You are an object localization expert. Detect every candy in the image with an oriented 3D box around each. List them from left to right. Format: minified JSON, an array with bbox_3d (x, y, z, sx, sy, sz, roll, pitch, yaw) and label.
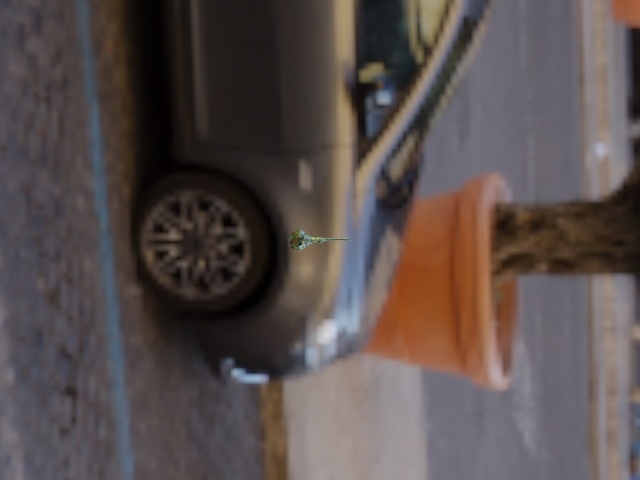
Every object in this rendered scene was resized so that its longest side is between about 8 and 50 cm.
[{"bbox_3d":[0.000,0.000,2.288,0.023,0.083,0.025,-167,-102,-69],"label":"candy"}]
